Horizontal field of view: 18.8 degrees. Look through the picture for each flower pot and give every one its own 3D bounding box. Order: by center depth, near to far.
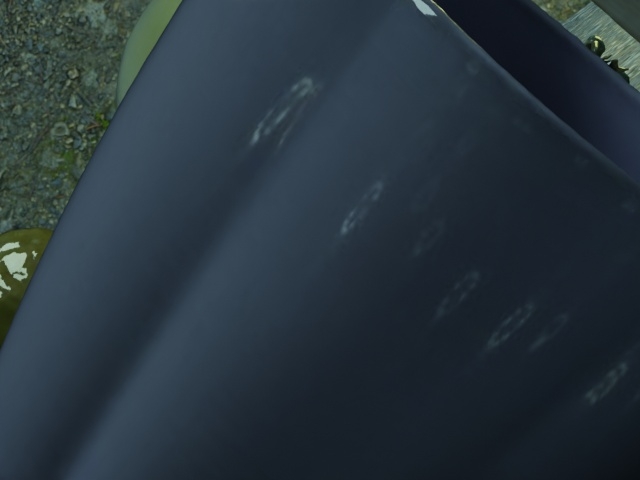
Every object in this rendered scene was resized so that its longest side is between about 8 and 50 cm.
[{"bbox_3d":[0.014,0.023,0.710,0.243,0.265,0.265,-48,1,16],"label":"flower pot"}]

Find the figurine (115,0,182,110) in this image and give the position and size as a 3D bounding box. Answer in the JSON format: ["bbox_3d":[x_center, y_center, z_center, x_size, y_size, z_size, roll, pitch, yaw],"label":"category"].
[{"bbox_3d":[0.047,-0.016,1.025,0.226,0.274,0.394,-45,34,5],"label":"figurine"}]

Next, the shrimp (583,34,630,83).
[{"bbox_3d":[0.159,-0.078,1.732,0.247,0.085,0.360,-52,7,-33],"label":"shrimp"}]

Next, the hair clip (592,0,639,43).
[{"bbox_3d":[0.165,-0.197,1.149,0.085,0.331,0.101,-47,-2,33],"label":"hair clip"}]

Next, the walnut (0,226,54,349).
[{"bbox_3d":[-0.296,0.127,2.031,0.253,0.277,0.282,-32,-6,11],"label":"walnut"}]
